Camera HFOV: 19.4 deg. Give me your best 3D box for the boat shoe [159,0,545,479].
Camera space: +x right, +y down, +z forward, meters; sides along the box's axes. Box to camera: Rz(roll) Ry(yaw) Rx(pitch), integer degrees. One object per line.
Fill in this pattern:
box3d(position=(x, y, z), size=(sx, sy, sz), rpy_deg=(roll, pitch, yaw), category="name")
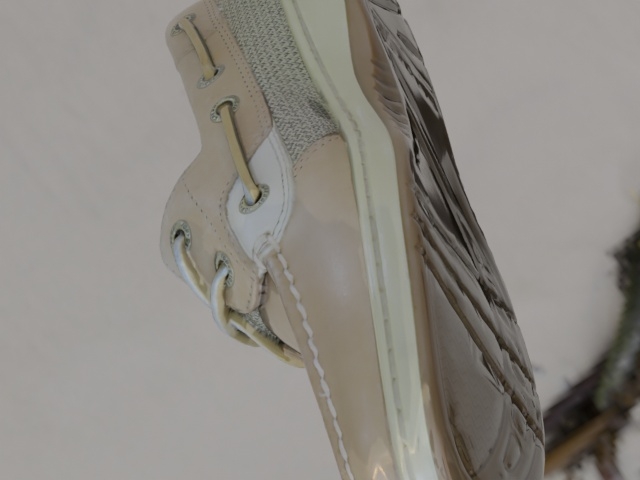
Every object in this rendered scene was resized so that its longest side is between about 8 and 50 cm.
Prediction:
box3d(position=(0.000, 0.000, 0.656), size=(0.098, 0.302, 0.109), rpy_deg=(-26, 133, 12), category="boat shoe")
